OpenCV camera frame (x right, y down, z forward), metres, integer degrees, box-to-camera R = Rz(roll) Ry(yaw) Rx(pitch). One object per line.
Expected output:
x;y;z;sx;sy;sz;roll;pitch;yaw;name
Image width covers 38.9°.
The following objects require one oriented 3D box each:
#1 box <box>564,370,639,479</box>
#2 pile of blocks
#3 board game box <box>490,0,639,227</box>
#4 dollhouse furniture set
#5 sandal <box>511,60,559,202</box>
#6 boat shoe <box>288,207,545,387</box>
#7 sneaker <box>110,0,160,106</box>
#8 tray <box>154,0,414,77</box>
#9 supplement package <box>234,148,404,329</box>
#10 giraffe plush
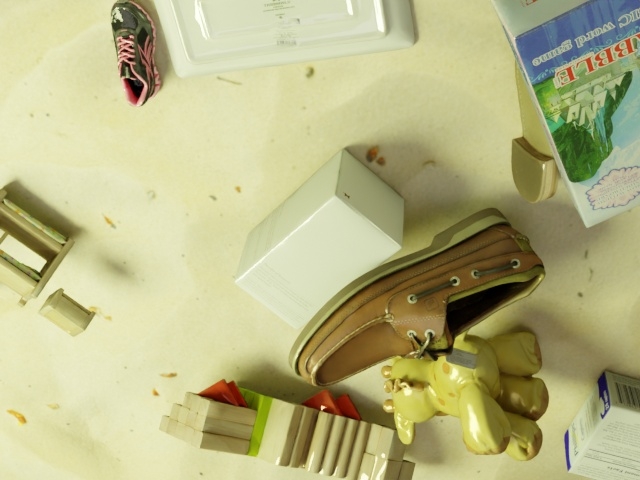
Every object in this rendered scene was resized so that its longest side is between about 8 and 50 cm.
0.412;0.258;1.214;0.126;0.072;0.137;16;125;-4;box
-0.033;0.255;1.268;0.362;0.149;0.112;17;83;-16;pile of blocks
0.350;-0.173;0.824;0.319;0.066;0.318;-25;143;14;board game box
-0.383;0.041;1.176;0.182;0.101;0.161;39;145;-20;dollhouse furniture set
0.259;-0.150;0.962;0.079;0.088;0.240;-19;134;-17;sandal
0.110;0.081;1.020;0.307;0.104;0.110;-35;148;-5;boat shoe
-0.204;-0.199;0.983;0.047;0.057;0.119;-1;123;11;sneaker
-0.044;-0.246;0.946;0.270;0.030;0.145;-6;125;11;tray
0.000;0.000;1.067;0.105;0.105;0.179;39;121;-19;supplement package
0.165;0.191;1.160;0.210;0.181;0.170;35;144;-29;giraffe plush
